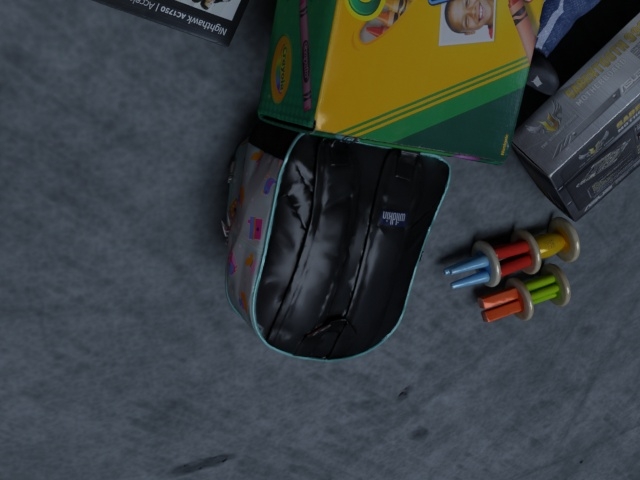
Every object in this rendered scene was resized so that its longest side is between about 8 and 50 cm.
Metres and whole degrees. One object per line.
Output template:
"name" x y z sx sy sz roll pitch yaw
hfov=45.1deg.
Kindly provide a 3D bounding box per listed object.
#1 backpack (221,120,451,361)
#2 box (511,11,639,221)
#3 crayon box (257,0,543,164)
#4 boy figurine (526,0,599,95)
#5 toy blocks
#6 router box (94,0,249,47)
"backpack" 0.000 0.000 0.646 0.166 0.144 0.188 6 97 -33
"box" 0.293 -0.130 0.718 0.231 0.056 0.183 -45 154 11
"crayon box" 0.069 -0.200 0.509 0.165 0.081 0.278 4 102 -32
"boy figurine" 0.225 -0.257 0.603 0.177 0.092 0.285 17 120 -33
"toy blocks" 0.206 0.045 0.856 0.148 0.054 0.123 -16 131 -15
"router box" -0.116 -0.216 0.492 0.179 0.046 0.133 12 119 -34
